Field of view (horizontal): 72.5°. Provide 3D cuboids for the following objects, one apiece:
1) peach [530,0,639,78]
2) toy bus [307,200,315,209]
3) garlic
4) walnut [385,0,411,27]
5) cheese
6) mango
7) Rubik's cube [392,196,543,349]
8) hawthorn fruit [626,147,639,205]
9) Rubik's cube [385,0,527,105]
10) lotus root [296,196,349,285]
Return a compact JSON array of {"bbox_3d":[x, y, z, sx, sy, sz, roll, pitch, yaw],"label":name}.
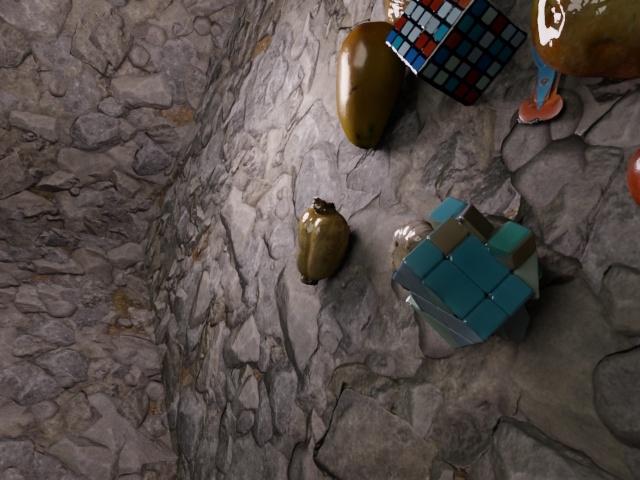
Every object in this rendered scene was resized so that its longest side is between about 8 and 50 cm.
[{"bbox_3d":[0.454,-0.345,0.670,0.235,0.214,0.214,51,121,24],"label":"peach"},{"bbox_3d":[-0.018,-0.064,1.341,0.102,0.052,0.058,-61,41,23],"label":"toy bus"},{"bbox_3d":[0.215,0.032,0.951,0.147,0.102,0.159,39,133,50],"label":"garlic"},{"bbox_3d":[0.244,-0.584,1.077,0.167,0.168,0.207,-58,37,23],"label":"walnut"},{"bbox_3d":[0.443,-0.347,0.831,0.106,0.037,0.255,16,93,56],"label":"cheese"},{"bbox_3d":[0.125,-0.403,1.148,0.211,0.173,0.316,-111,24,-57],"label":"mango"},{"bbox_3d":[0.273,0.059,0.760,0.213,0.224,0.265,-41,77,-11],"label":"Rubik's cube"},{"bbox_3d":[0.498,-0.096,0.602,0.125,0.140,0.125,-1,88,21],"label":"hawthorn fruit"},{"bbox_3d":[0.286,-0.436,0.948,0.187,0.182,0.184,-54,42,28],"label":"Rubik's cube"},{"bbox_3d":[0.000,0.000,1.224,0.155,0.140,0.256,31,114,40],"label":"lotus root"}]
